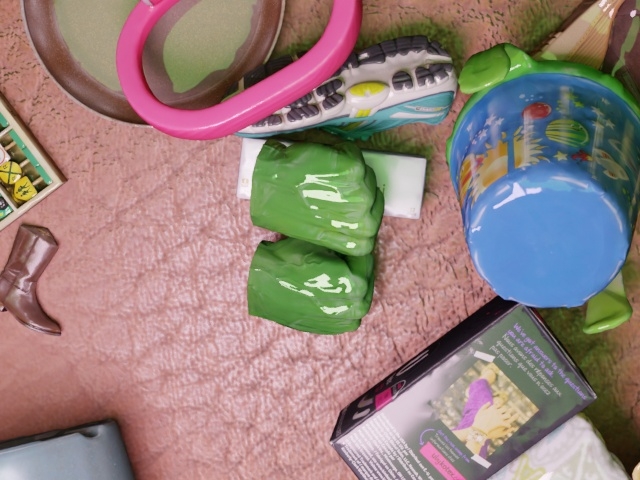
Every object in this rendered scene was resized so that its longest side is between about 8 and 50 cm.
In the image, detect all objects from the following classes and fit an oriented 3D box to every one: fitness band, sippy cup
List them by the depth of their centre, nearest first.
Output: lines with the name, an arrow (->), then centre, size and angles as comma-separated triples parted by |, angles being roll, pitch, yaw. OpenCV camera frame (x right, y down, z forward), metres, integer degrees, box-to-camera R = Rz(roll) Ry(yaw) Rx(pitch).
sippy cup -> 0.247, -0.048, 1.523 | 0.305, 0.224, 0.240 | 27, 120, -6
fitness band -> -0.094, -0.235, 1.561 | 0.291, 0.054, 0.209 | -29, 72, 6

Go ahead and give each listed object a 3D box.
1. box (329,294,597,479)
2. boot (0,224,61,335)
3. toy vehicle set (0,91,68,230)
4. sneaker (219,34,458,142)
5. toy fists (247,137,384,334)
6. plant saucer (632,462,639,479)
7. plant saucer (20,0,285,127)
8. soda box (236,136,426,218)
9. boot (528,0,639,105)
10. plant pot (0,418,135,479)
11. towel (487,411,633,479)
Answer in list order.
box -> 0.162, 0.191, 1.619 | 0.270, 0.165, 0.143 | -37, 92, 6
boot -> -0.338, 0.047, 1.701 | 0.106, 0.037, 0.114 | 28, 92, -2
toy vehicle set -> -0.450, -0.128, 1.686 | 0.166, 0.035, 0.267 | -37, 93, 6
sneaker -> 0.023, -0.151, 1.613 | 0.275, 0.110, 0.107 | -8, 52, -1
toy fists -> 0.000, 0.000, 1.591 | 0.142, 0.096, 0.279 | 16, 133, 11
plant saucer -> 0.566, 0.259, 1.560 | 0.333, 0.081, 0.333 | -41, 99, 9
plant saucer -> -0.194, -0.288, 1.647 | 0.311, 0.050, 0.310 | 0, 97, 3
soda box -> 0.014, -0.075, 1.648 | 0.216, 0.069, 0.074 | 7, 97, 2
boot -> 0.382, -0.207, 1.619 | 0.248, 0.090, 0.207 | -42, 104, 5
plant pot -> -0.321, 0.394, 1.607 | 0.341, 0.341, 0.334 | -14, 87, 5
towel -> 0.277, 0.430, 1.592 | 0.320, 0.090, 0.374 | -37, 89, 7
